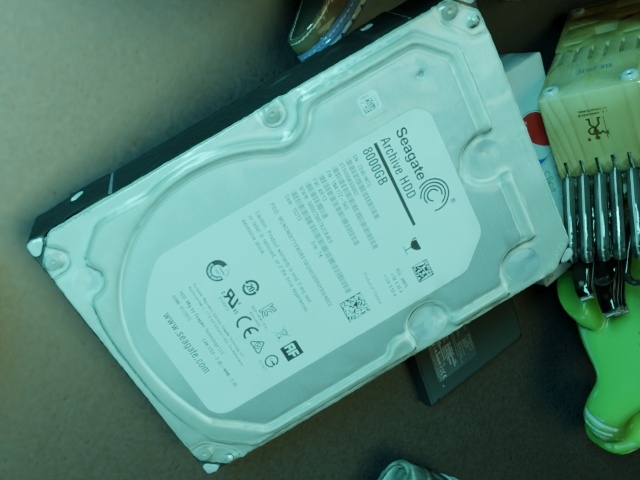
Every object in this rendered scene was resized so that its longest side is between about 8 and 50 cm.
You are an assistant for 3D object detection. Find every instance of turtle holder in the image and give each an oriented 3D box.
[{"bbox_3d":[0.406,0.084,0.768,0.227,0.243,0.321,12,82,-53],"label":"turtle holder"}]

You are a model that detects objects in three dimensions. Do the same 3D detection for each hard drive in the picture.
[{"bbox_3d":[0.000,0.000,0.535,0.338,0.064,0.237,-30,116,-2],"label":"hard drive"},{"bbox_3d":[0.144,0.093,0.731,0.135,0.022,0.094,-31,114,-23],"label":"hard drive"}]

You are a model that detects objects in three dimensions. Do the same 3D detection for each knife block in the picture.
[{"bbox_3d":[0.292,-0.074,0.693,0.242,0.088,0.276,62,39,-30],"label":"knife block"}]

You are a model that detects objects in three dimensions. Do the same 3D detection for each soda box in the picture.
[{"bbox_3d":[0.191,-0.067,0.703,0.073,0.069,0.216,-33,116,-23],"label":"soda box"}]

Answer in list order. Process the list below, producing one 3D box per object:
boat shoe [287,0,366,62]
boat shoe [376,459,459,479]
[{"bbox_3d":[0.007,-0.227,0.565,0.066,0.066,0.183,29,74,-28],"label":"boat shoe"},{"bbox_3d":[0.029,0.361,0.672,0.119,0.121,0.335,37,69,-24],"label":"boat shoe"}]
